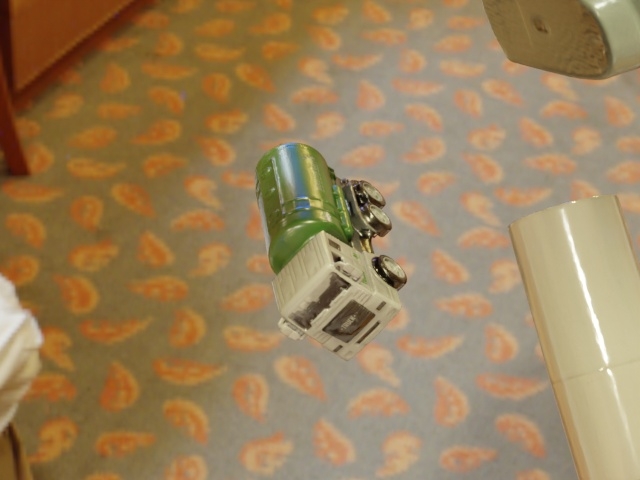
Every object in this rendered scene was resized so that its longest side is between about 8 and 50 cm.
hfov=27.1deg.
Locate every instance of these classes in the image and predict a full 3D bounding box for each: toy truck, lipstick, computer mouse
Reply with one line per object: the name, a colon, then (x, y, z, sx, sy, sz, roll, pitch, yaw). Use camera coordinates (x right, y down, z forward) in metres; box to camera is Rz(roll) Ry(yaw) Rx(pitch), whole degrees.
toy truck: (0.000, 0.000, 1.315, 0.125, 0.101, 0.242, 33, 24, -29)
lipstick: (0.221, 0.133, 0.966, 0.087, 0.087, 0.326, -11, 80, -21)
computer mouse: (0.260, -0.237, 1.389, 0.079, 0.128, 0.231, -34, 33, -21)
